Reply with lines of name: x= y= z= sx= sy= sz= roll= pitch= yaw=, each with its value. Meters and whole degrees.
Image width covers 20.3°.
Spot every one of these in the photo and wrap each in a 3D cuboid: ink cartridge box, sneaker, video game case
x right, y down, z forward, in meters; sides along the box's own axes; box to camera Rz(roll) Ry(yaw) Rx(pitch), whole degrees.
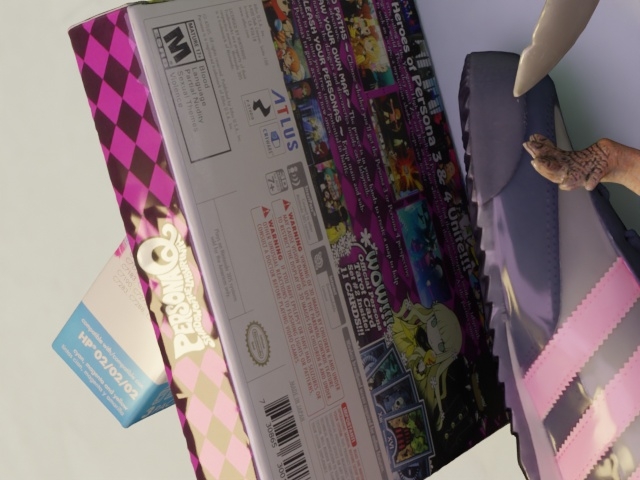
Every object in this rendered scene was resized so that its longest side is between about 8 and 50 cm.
ink cartridge box: x=-0.041 y=0.001 z=0.870 sx=0.061 sy=0.104 sz=0.181 roll=46 pitch=123 yaw=14
sneaker: x=0.145 y=0.062 z=0.785 sx=0.131 sy=0.112 sz=0.319 roll=-14 pitch=90 yaw=7
video game case: x=0.000 y=0.000 z=0.780 sx=0.042 sy=0.210 sz=0.232 roll=-12 pitch=96 yaw=36

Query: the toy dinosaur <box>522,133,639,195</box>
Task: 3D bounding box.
toy dinosaur: x=0.223 y=-0.043 z=0.680 sx=0.295 sy=0.127 sz=0.200 roll=48 pitch=117 yaw=7

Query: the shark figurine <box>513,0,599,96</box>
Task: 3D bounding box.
shark figurine: x=0.127 y=-0.187 z=0.697 sx=0.166 sy=0.278 sz=0.116 roll=-7 pitch=141 yaw=7
